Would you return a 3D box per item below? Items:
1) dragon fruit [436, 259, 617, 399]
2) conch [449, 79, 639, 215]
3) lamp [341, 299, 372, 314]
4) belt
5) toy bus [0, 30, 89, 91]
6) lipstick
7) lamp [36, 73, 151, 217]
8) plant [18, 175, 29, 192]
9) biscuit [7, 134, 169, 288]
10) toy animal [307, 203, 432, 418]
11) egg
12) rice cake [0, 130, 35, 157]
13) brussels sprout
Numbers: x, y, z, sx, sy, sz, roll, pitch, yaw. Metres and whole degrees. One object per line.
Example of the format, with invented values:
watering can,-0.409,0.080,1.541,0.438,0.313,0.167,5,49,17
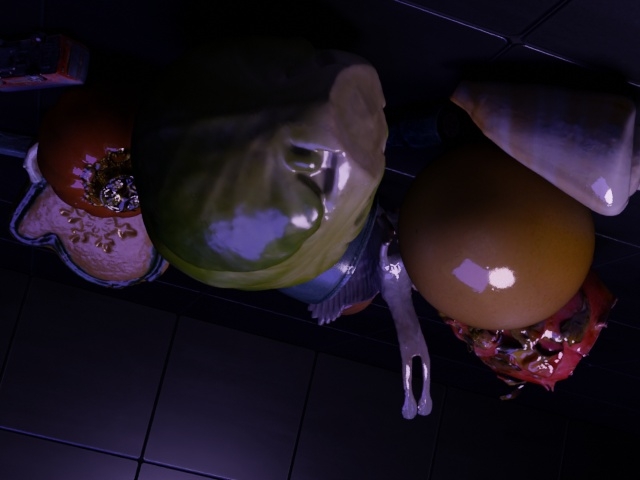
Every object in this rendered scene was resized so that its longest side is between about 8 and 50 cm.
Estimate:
dragon fruit,0.314,0.097,1.679,0.291,0.250,0.269,27,159,6
conch,0.278,-0.133,1.150,0.255,0.127,0.158,34,-163,4
lamp,0.051,0.088,2.100,0.136,0.136,0.136,12,166,3
belt,0.000,0.000,1.636,0.116,0.206,0.267,24,154,-14
toy bus,-0.396,-0.241,1.385,0.192,0.065,0.077,3,173,36
lipstick,0.088,-0.148,1.356,0.053,0.053,0.234,24,167,-38
lamp,-0.287,-0.130,1.432,0.223,0.196,0.223,-11,139,-9
plant,-0.432,-0.061,1.881,0.256,0.142,0.164,6,-157,-36
biscuit,-0.400,-0.048,1.732,0.287,0.057,0.344,-4,130,5
toy animal,0.112,0.093,1.662,0.225,0.284,0.302,-12,136,-10
egg,0.225,-0.009,1.322,0.250,0.250,0.322,6,174,27
rice cake,-0.584,-0.179,1.819,0.245,0.042,0.045,12,168,3
brussels sprout,-0.070,-0.098,1.201,0.281,0.289,0.354,8,161,-43
